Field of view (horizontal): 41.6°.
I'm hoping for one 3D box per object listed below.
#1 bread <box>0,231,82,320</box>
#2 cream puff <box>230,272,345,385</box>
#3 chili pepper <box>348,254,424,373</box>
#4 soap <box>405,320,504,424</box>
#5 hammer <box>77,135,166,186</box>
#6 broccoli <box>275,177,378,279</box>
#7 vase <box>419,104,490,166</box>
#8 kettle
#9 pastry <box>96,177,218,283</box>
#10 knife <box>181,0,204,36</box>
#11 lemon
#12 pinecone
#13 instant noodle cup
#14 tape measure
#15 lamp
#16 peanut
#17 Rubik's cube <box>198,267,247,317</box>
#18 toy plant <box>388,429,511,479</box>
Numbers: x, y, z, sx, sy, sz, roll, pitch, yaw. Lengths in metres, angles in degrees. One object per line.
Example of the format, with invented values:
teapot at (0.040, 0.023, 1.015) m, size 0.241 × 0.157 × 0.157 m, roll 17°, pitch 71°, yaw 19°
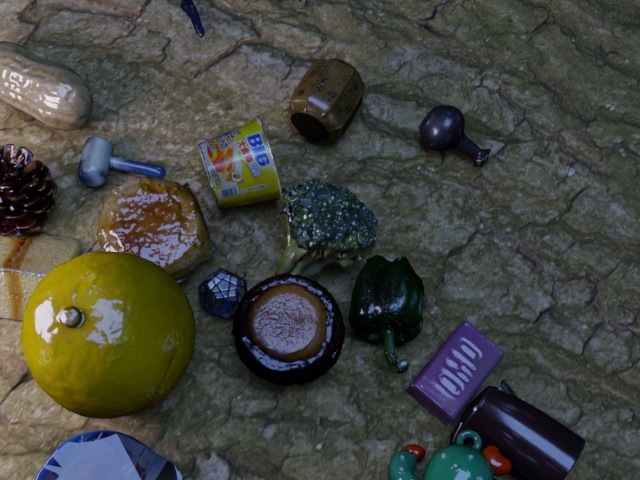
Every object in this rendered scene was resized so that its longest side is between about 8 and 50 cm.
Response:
bread at (-0.631, 0.071, 1.813) m, size 0.240 × 0.135 × 0.178 m, roll 7°, pitch 31°, yaw -5°
cream puff at (-0.067, 0.191, 1.767) m, size 0.239 × 0.165 × 0.239 m, roll 2°, pitch 69°, yaw -5°
chili pepper at (0.142, 0.163, 1.810) m, size 0.165 × 0.174 × 0.261 m, roll 10°, pitch 59°, yaw 0°
soap at (0.295, 0.287, 1.838) m, size 0.122 × 0.065 × 0.203 m, roll 39°, pitch 66°, yaw 10°
hammer at (-0.452, -0.169, 1.932) m, size 0.193 × 0.069 × 0.116 m, roll 11°, pitch 63°, yaw -9°
broccoli at (0.000, 0.000, 1.838) m, size 0.288 × 0.246 × 0.248 m, roll -2°, pitch 30°, yaw -46°
vase at (0.334, -0.249, 2.072) m, size 0.183 × 0.120 × 0.120 m, roll 37°, pitch 64°, yaw -8°
kettle at (0.401, 0.425, 1.768) m, size 0.232 × 0.144 × 0.202 m, roll 35°, pitch 96°, yaw 15°
pastry at (-0.363, -0.014, 1.845) m, size 0.235 × 0.121 × 0.257 m, roll -20°, pitch 72°, yaw -13°
knife at (-0.326, -0.572, 2.160) m, size 0.031 × 0.018 × 0.121 m, roll -16°, pitch 70°, yaw -23°
lemon at (-0.408, 0.179, 1.631) m, size 0.347 × 0.348 × 0.348 m, roll 3°, pitch 65°, yaw -7°
pinecone at (-0.665, -0.114, 1.803) m, size 0.207 × 0.208 × 0.208 m, roll 3°, pitch 65°, yaw -7°
instant noodle cup at (-0.181, -0.161, 1.905) m, size 0.153 × 0.205 × 0.205 m, roll -19°, pitch 70°, yaw -7°
tape measure at (-0.414, 0.497, 1.590) m, size 0.262 × 0.138 × 0.259 m, roll 33°, pitch 64°, yaw 7°
lamp at (0.016, -0.338, 2.033) m, size 0.161 × 0.161 × 0.185 m, roll 27°, pitch 67°, yaw 4°
peanut at (-0.660, -0.361, 1.945) m, size 0.313 × 0.152 × 0.152 m, roll 24°, pitch 64°, yaw 9°
Rubik's cube at (-0.210, 0.113, 1.822) m, size 0.111 × 0.111 × 0.093 m, roll -43°, pitch 106°, yaw -23°
toy plant at (0.217, 0.546, 1.640) m, size 0.185 × 0.279 × 0.400 m, roll 45°, pitch 67°, yaw -33°
